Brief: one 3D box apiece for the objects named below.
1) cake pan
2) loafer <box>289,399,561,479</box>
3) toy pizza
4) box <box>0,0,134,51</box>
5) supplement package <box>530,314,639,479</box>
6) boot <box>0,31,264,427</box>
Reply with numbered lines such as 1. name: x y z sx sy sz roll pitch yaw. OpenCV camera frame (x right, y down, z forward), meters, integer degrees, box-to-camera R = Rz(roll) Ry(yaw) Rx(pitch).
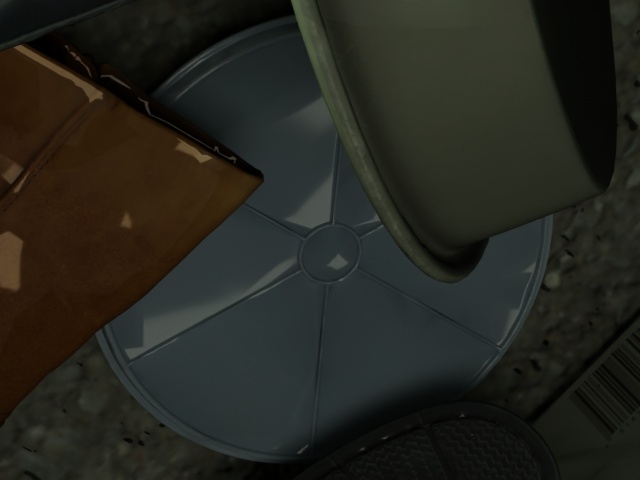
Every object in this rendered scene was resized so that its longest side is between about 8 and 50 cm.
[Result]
1. cake pan: 0.040 -0.135 0.498 0.054 0.293 0.293 -9 118 16
2. loafer: -0.017 0.190 0.707 0.109 0.095 0.302 41 83 12
3. toy pizza: 0.000 0.000 0.687 0.201 0.032 0.201 -6 114 -15
4. box: -0.210 -0.232 0.427 0.293 0.212 0.395 -21 117 -6
5. supplement package: 0.250 0.165 0.748 0.177 0.175 0.293 -46 117 4
6. boot: -0.123 0.066 0.650 0.264 0.096 0.280 39 101 -14
